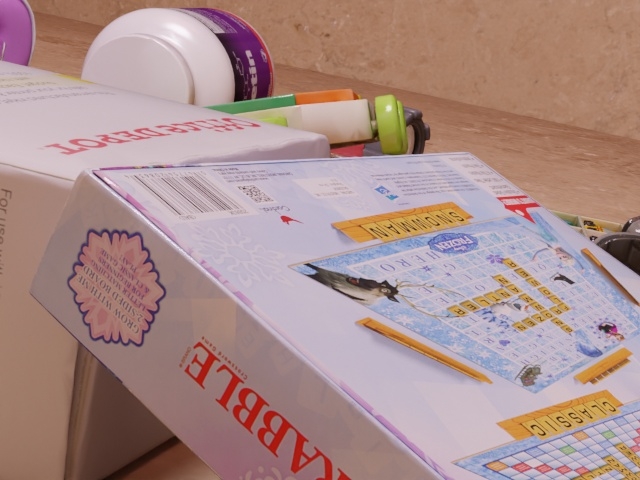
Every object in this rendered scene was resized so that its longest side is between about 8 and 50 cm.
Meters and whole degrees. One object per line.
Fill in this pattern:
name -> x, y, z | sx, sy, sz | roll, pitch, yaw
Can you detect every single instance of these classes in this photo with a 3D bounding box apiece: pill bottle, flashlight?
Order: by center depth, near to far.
pill bottle -> -0.172, -0.187, 1.558 | 0.182, 0.181, 0.323 | 12, 12, 8
flashlight -> -0.009, -0.153, 1.722 | 0.304, 0.103, 0.103 | 18, 15, 30

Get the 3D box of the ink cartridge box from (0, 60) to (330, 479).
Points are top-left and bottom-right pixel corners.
ink cartridge box -> -0.225, -0.014, 0.736 | 0.385, 0.160, 0.279 | 14, 13, 19

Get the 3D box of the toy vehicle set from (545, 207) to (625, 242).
toy vehicle set -> 0.239, 0.006, 1.330 | 0.166, 0.035, 0.267 | 11, 12, 5

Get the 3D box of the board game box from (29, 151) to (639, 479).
board game box -> 0.094, 0.075, 0.565 | 0.318, 0.066, 0.319 | 39, 25, 26

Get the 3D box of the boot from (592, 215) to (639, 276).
boot -> 0.303, 0.025, 1.138 | 0.247, 0.083, 0.161 | 14, 19, -24

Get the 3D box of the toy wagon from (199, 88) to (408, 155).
toy wagon -> -0.054, -0.100, 1.258 | 0.267, 0.068, 0.344 | -8, 2, 6

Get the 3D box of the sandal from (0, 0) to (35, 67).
sandal -> -0.399, -0.159, 1.306 | 0.102, 0.169, 0.416 | 12, 24, 23

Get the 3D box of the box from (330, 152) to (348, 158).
box -> 0.000, 0.000, 0.892 | 0.164, 0.021, 0.201 | 15, -29, 18
